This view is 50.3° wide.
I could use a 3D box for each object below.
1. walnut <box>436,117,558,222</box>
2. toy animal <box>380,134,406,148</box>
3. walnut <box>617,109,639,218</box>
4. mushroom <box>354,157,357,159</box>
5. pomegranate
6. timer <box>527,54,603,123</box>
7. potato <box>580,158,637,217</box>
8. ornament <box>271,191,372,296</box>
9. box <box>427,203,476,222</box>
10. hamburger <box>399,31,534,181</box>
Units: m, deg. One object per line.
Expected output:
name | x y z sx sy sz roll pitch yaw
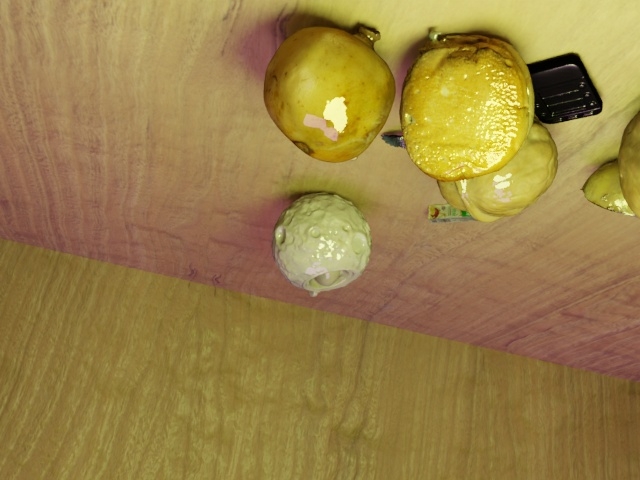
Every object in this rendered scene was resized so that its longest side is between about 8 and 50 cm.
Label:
walnut | 0.421 -0.183 1.654 0.285 0.285 0.296 28 169 -38
toy animal | 0.256 -0.272 1.799 0.220 0.062 0.108 -2 156 43
walnut | 0.802 -0.156 1.469 0.305 0.344 0.306 14 151 8
mushroom | 0.063 -0.255 1.984 0.101 0.019 0.049 18 158 -25
pomegranate | 0.020 -0.315 1.483 0.307 0.308 0.307 9 158 4
timer | 0.537 -0.338 1.532 0.144 0.055 0.187 -8 148 38
potato | 0.824 -0.147 1.724 0.298 0.239 0.116 12 116 10
ornament | 0.000 0.000 2.242 0.336 0.337 0.337 9 158 4
box | 0.446 -0.088 2.183 0.207 0.050 0.041 -3 158 29
hamburger | 0.305 -0.288 1.462 0.289 0.315 0.170 3 -166 25
